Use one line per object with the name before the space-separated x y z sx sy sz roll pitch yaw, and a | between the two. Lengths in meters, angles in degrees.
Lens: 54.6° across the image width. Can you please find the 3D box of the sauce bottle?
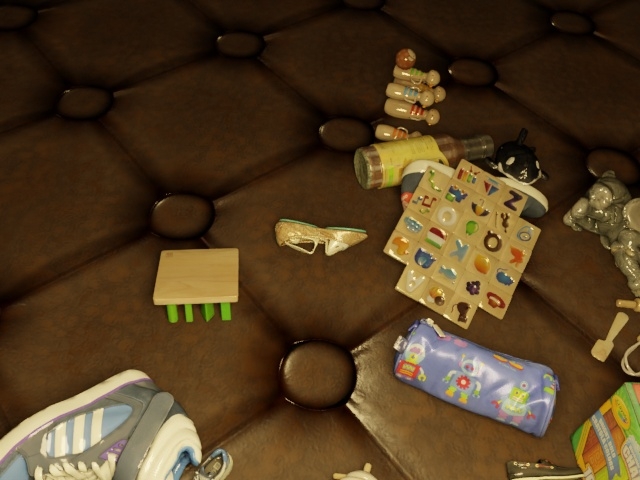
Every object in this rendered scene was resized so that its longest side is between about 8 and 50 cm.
sauce bottle | 0.259 -0.204 1.523 0.344 0.111 0.111 -12 52 -13

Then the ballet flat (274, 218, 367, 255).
ballet flat | 0.000 0.000 1.373 0.206 0.073 0.067 6 77 4

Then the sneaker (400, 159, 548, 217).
sneaker | 0.349 -0.070 1.428 0.350 0.131 0.148 11 72 -3

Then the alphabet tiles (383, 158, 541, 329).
alphabet tiles | 0.307 0.001 1.328 0.285 0.011 0.343 30 72 1

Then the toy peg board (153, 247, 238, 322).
toy peg board | -0.248 0.095 1.268 0.161 0.079 0.161 -1 35 -7

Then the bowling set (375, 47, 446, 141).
bowling set | 0.255 -0.391 1.631 0.154 0.200 0.287 15 55 6

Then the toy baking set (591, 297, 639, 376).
toy baking set | 0.685 0.200 1.274 0.256 0.030 0.197 11 50 4

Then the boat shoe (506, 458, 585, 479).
boat shoe | 0.389 0.398 1.073 0.133 0.049 0.042 -2 58 0

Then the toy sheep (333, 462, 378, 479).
toy sheep | 0.057 0.419 1.008 0.091 0.091 0.132 16 46 9

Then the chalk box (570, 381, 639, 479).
chalk box | 0.554 0.339 0.979 0.179 0.289 0.180 2 50 -3

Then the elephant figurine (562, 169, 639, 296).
elephant figurine | 0.687 -0.021 1.402 0.239 0.186 0.169 43 17 15

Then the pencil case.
pencil case | 0.283 0.244 1.142 0.306 0.133 0.119 21 19 11

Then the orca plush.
orca plush | 0.488 -0.213 1.475 0.151 0.102 0.287 24 23 20

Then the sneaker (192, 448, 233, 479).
sneaker | -0.194 0.399 1.018 0.052 0.058 0.135 22 52 13

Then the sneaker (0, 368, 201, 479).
sneaker | -0.349 0.366 0.984 0.322 0.130 0.236 -30 54 -33
